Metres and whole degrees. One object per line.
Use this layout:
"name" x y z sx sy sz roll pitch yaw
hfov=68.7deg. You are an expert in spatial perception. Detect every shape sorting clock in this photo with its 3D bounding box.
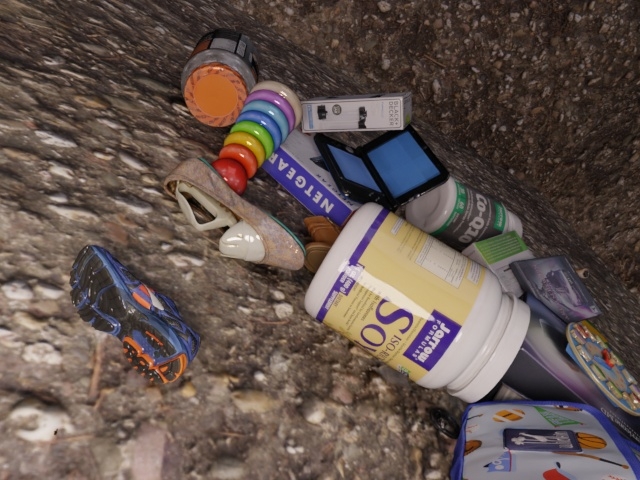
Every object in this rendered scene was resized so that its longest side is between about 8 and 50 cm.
"shape sorting clock" 0.577 0.253 0.947 0.206 0.040 0.206 28 31 -18

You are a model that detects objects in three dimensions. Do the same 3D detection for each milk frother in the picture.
"milk frother" 0.289 0.308 0.824 0.143 0.134 0.129 32 -2 -14

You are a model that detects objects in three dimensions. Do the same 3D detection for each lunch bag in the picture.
"lunch bag" 0.350 0.368 0.578 0.385 0.239 0.328 27 10 16

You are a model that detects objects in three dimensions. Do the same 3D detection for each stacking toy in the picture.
"stacking toy" -0.160 -0.214 1.055 0.141 0.141 0.330 32 54 -10

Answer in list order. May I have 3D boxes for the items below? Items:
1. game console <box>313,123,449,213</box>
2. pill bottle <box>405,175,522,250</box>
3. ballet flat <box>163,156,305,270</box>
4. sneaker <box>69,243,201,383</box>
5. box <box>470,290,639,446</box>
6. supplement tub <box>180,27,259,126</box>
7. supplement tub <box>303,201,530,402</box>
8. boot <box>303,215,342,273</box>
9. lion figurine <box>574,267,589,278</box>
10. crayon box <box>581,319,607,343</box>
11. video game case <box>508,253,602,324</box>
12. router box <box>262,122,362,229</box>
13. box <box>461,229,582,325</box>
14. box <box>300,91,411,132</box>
"game console" 0.154 -0.226 1.256 0.250 0.173 0.293 17 34 -33
"pill bottle" 0.470 -0.069 1.515 0.361 0.204 0.204 18 33 -29
"ballet flat" -0.173 -0.031 0.878 0.316 0.107 0.106 38 48 14
"sneaker" -0.248 0.093 0.626 0.221 0.083 0.087 47 16 8
"box" 0.497 0.311 1.007 0.296 0.182 0.294 41 30 8
"supplement tub" -0.264 -0.437 1.259 0.193 0.193 0.316 25 31 -21
"supplement tub" 0.163 0.108 0.835 0.331 0.241 0.241 31 28 7
"boot" 0.000 0.000 1.035 0.197 0.073 0.152 17 33 -51
"lion figurine" 0.700 0.121 1.550 0.392 0.142 0.240 14 0 -25
"crayon box" 0.744 0.272 1.440 0.278 0.081 0.165 9 38 -40
"video game case" 0.649 0.135 1.285 0.274 0.026 0.196 -3 60 -37
"router box" 0.005 -0.188 1.303 0.335 0.082 0.301 42 29 10
"box" 0.550 0.131 1.279 0.232 0.058 0.322 -12 67 -40
"box" 0.106 -0.367 1.335 0.290 0.087 0.169 2 22 17
